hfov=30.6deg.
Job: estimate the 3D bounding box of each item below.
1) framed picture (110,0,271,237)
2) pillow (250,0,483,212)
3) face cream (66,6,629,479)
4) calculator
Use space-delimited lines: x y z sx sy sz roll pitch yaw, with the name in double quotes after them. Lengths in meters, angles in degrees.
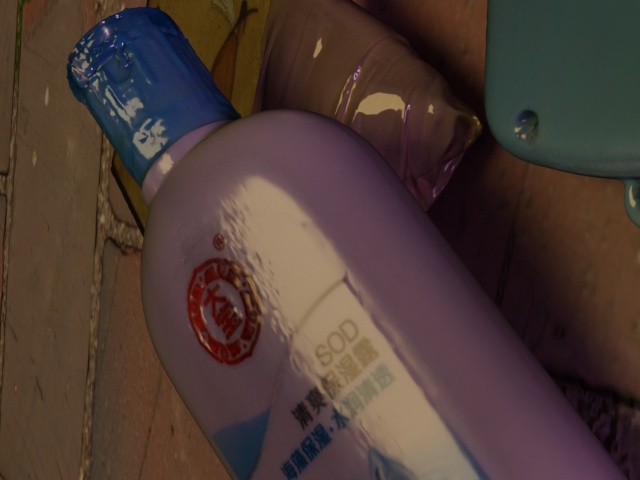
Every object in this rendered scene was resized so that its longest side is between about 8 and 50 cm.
-0.082 -0.131 0.822 0.255 0.014 0.339 56 135 47 "framed picture"
0.000 0.000 0.616 0.173 0.067 0.270 44 126 46 "pillow"
-0.009 0.032 0.520 0.337 0.080 0.163 55 128 20 "face cream"
0.124 -0.150 0.414 0.173 0.051 0.293 5 94 60 "calculator"
